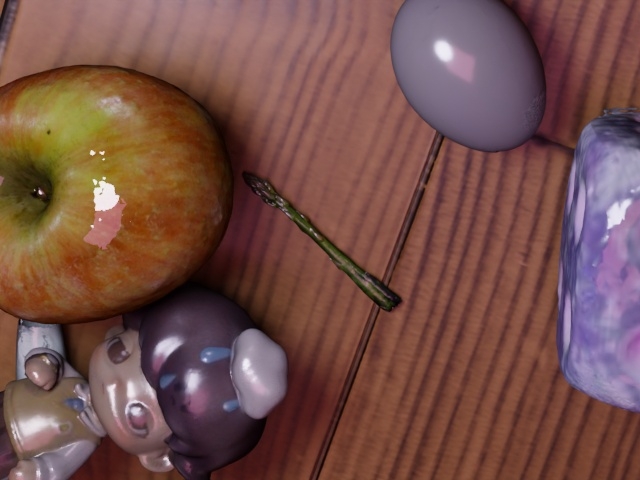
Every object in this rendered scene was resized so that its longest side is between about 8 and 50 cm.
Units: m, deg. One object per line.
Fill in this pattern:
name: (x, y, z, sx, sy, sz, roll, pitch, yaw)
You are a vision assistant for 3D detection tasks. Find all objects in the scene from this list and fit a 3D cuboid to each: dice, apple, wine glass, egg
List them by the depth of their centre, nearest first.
dice: (0.390, 0.022, 1.714, 0.270, 0.270, 0.271, 5, 106, 3)
egg: (0.157, -0.181, 1.744, 0.146, 0.146, 0.199, -30, 106, 12)
apple: (-0.242, -0.047, 1.766, 0.309, 0.250, 0.277, 7, 90, 22)
wine glass: (-0.325, 0.207, 1.937, 0.074, 0.074, 0.262, 2, 105, 5)

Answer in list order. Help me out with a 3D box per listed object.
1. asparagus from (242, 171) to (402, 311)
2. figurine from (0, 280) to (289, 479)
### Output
asparagus: (0.000, 0.000, 1.874, 0.233, 0.023, 0.022, 42, 60, -7)
figurine: (-0.227, 0.163, 1.818, 0.365, 0.218, 0.206, -9, 136, -11)
